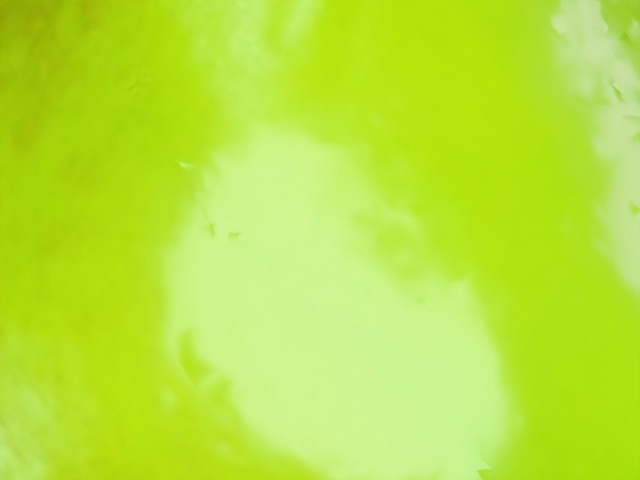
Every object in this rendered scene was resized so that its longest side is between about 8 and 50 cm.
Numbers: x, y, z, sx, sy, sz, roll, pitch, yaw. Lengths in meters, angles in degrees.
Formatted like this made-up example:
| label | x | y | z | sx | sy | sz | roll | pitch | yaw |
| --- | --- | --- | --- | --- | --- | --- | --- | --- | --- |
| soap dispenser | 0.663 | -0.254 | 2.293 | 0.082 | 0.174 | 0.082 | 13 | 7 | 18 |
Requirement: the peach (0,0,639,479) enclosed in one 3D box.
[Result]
| label | x | y | z | sx | sy | sz | roll | pitch | yaw |
| --- | --- | --- | --- | --- | --- | --- | --- | --- | --- |
| peach | -0.005 | -0.010 | 0.527 | 0.308 | 0.289 | 0.289 | 54 | 4 | 3 |
